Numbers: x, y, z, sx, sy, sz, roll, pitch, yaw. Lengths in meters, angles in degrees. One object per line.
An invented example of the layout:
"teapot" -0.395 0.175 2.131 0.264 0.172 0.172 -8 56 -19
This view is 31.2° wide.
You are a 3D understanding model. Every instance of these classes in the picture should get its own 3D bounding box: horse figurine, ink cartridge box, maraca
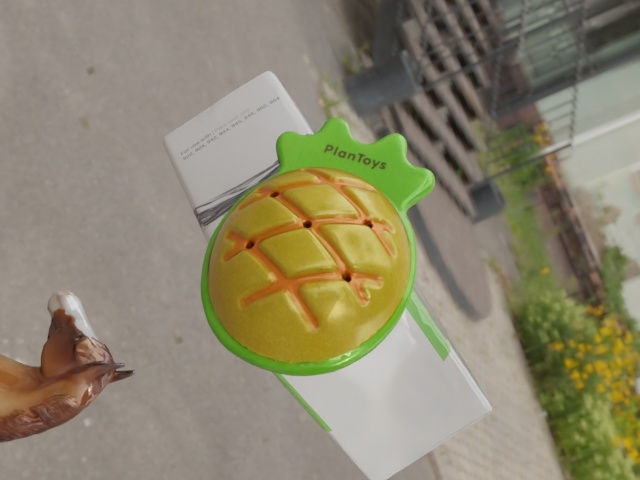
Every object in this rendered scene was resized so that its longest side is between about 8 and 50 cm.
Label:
"horse figurine" -0.243 0.069 0.548 0.174 0.263 0.066 53 -23 29
"ink cartridge box" 0.000 0.023 0.907 0.198 0.114 0.273 53 5 -44
"maraca" 0.000 0.000 0.699 0.099 0.127 0.186 94 16 -58
